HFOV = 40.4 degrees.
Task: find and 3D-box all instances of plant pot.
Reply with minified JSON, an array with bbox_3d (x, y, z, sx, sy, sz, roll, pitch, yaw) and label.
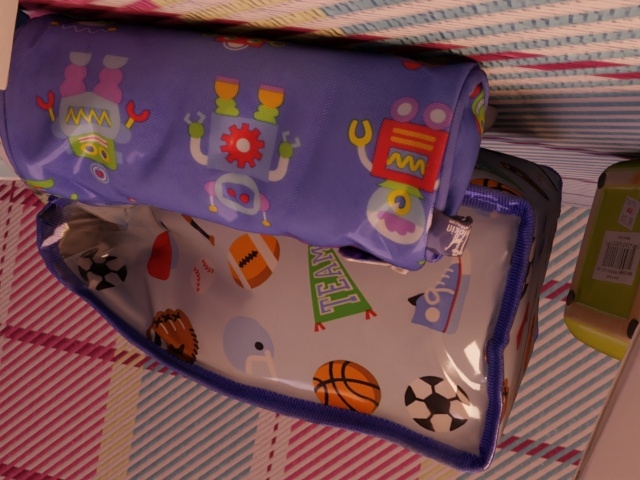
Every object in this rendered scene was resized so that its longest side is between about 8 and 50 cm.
[{"bbox_3d":[0.369,0.035,0.819,0.207,0.227,0.228,15,-178,-8],"label":"plant pot"}]

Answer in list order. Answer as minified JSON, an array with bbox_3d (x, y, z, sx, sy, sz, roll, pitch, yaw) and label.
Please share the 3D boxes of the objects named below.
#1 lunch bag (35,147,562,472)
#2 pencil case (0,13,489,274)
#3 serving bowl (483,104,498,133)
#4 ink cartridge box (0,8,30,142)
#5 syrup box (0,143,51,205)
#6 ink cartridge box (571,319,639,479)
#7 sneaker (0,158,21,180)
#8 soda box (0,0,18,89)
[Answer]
[{"bbox_3d":[0.000,0.000,0.766,0.385,0.239,0.328,11,-170,18],"label":"lunch bag"},{"bbox_3d":[-0.047,-0.062,0.544,0.306,0.133,0.119,11,-163,15],"label":"pencil case"},{"bbox_3d":[0.098,-0.096,0.693,0.083,0.027,0.083,10,-177,-1],"label":"serving bowl"},{"bbox_3d":[-0.227,-0.110,0.524,0.052,0.088,0.122,12,-178,-1],"label":"ink cartridge box"},{"bbox_3d":[-0.246,-0.080,0.914,0.093,0.096,0.237,10,152,23],"label":"syrup box"},{"bbox_3d":[0.319,0.105,0.507,0.198,0.197,0.270,27,-172,42],"label":"ink cartridge box"},{"bbox_3d":[-0.398,-0.135,0.954,0.366,0.135,0.150,7,-172,-29],"label":"sneaker"},{"bbox_3d":[-0.202,-0.101,0.254,0.216,0.074,0.069,7,-177,-43],"label":"soda box"}]
